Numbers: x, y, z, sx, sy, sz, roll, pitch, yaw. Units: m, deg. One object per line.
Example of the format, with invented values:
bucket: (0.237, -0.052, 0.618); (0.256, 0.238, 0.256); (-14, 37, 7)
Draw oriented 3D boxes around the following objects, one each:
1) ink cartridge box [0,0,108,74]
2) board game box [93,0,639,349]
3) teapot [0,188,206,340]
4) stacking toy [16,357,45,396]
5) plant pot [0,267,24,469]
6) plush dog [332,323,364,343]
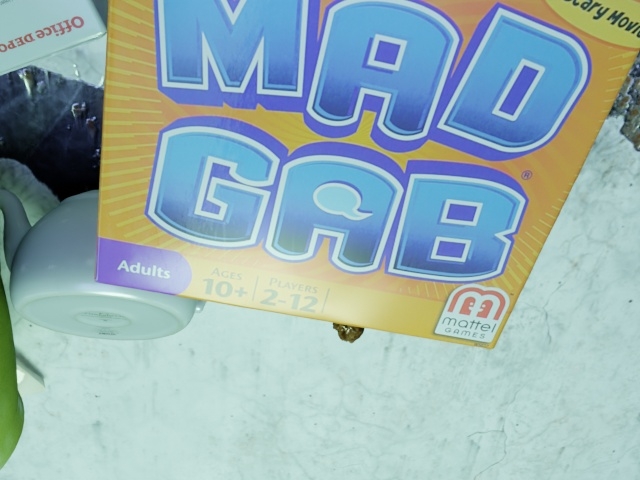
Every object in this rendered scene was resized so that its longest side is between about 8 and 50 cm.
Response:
ink cartridge box: (-0.334, -0.306, 0.746); (0.153, 0.087, 0.209); (-15, 121, 9)
board game box: (0.020, -0.174, 0.638); (0.356, 0.356, 0.357); (10, 124, -7)
teapot: (-0.270, 0.017, 0.916); (0.252, 0.187, 0.256); (-13, 152, 30)
stacking toy: (-0.624, 0.190, 1.097); (0.279, 0.130, 0.309); (-29, 126, -13)
plant pot: (-0.538, 0.155, 0.852); (0.366, 0.367, 0.353); (-2, 132, 1)
plush dog: (0.000, 0.000, 0.871); (0.210, 0.225, 0.262); (-39, 116, 23)
